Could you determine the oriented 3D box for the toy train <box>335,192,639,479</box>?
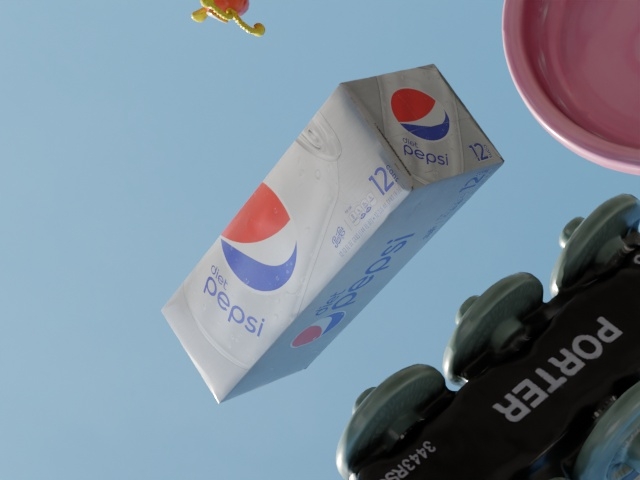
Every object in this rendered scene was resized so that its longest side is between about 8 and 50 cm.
[{"bbox_3d":[0.128,0.115,0.948,0.334,0.190,0.142,-37,-120,-28],"label":"toy train"}]

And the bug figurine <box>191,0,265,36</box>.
[{"bbox_3d":[-0.092,-0.258,1.143,0.279,0.216,0.072,19,-150,-41],"label":"bug figurine"}]

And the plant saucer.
[{"bbox_3d":[0.344,-0.209,1.598,0.332,0.084,0.332,-7,-111,18],"label":"plant saucer"}]

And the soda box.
[{"bbox_3d":[0.000,0.000,1.185,0.098,0.286,0.091,-18,-112,-42],"label":"soda box"}]
